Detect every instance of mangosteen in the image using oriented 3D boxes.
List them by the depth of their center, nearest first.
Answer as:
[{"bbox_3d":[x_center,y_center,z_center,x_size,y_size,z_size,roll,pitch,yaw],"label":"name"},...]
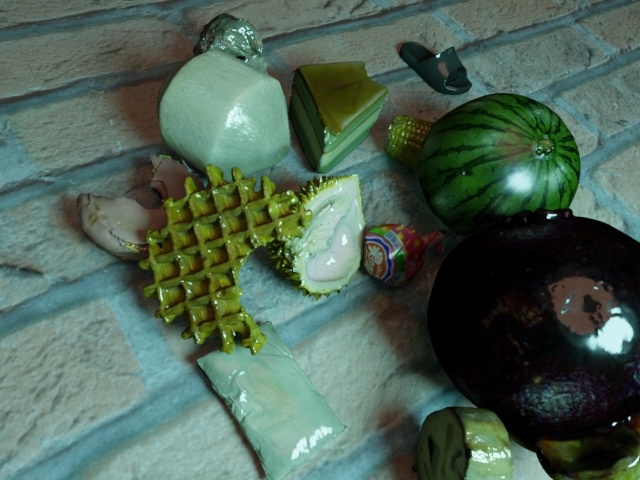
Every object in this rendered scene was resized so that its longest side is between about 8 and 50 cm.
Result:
[{"bbox_3d":[0.363,0.168,0.741,0.381,0.382,0.436,-9,93,-18],"label":"mangosteen"}]

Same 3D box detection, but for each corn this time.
[{"bbox_3d":[0.314,-0.191,1.079,0.344,0.131,0.131,20,55,4],"label":"corn"}]

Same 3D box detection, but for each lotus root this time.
[{"bbox_3d":[0.194,0.350,0.670,0.074,0.261,0.170,1,25,-12],"label":"lotus root"}]

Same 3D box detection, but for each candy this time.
[{"bbox_3d":[0.241,-0.010,0.964,0.365,0.124,0.124,-21,64,-32],"label":"candy"}]

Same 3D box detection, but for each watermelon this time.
[{"bbox_3d":[0.368,-0.168,0.914,0.330,0.189,0.331,5,65,-10],"label":"watermelon"}]

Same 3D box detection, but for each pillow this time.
[{"bbox_3d":[-0.081,0.251,0.746,0.148,0.050,0.230,-31,71,-24],"label":"pillow"}]

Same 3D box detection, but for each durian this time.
[{"bbox_3d":[-0.011,-0.004,0.883,0.137,0.183,0.250,3,51,34],"label":"durian"}]

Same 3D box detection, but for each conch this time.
[{"bbox_3d":[-0.224,-0.441,1.098,0.245,0.179,0.162,36,16,30],"label":"conch"}]

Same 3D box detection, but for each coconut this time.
[{"bbox_3d":[-0.180,-0.237,0.930,0.265,0.238,0.237,30,56,15],"label":"coconut"}]

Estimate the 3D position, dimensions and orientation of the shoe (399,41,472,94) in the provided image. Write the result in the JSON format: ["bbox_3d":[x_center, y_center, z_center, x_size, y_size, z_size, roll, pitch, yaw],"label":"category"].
[{"bbox_3d":[0.333,-0.514,1.315,0.108,0.093,0.241,-33,68,-30],"label":"shoe"}]

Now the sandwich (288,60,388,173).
[{"bbox_3d":[0.056,-0.280,1.058,0.198,0.155,0.228,-10,60,-19],"label":"sandwich"}]

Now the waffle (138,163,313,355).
[{"bbox_3d":[-0.165,0.023,0.762,0.259,0.069,0.293,23,85,10],"label":"waffle"}]

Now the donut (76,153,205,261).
[{"bbox_3d":[-0.315,-0.050,0.866,0.199,0.085,0.232,43,58,16],"label":"donut"}]
